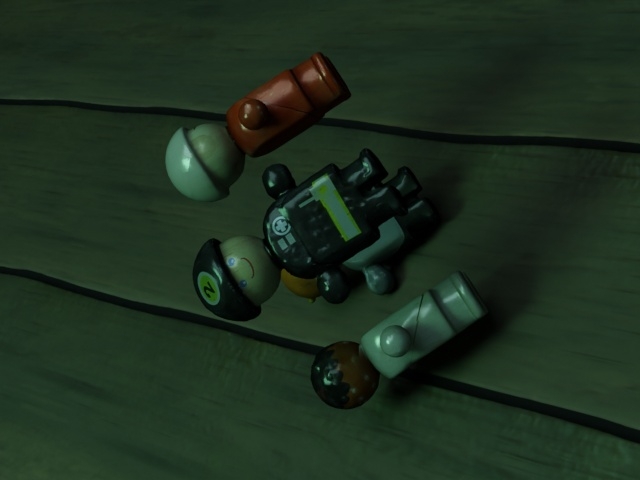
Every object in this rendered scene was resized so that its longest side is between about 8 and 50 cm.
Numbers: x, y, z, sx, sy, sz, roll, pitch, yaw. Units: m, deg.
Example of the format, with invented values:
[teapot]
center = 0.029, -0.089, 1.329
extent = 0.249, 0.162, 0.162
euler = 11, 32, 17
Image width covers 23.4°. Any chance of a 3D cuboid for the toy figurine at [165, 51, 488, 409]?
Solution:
[toy figurine]
center = 0.000, 0.000, 1.094
extent = 0.148, 0.209, 0.213
euler = -33, 40, 8
